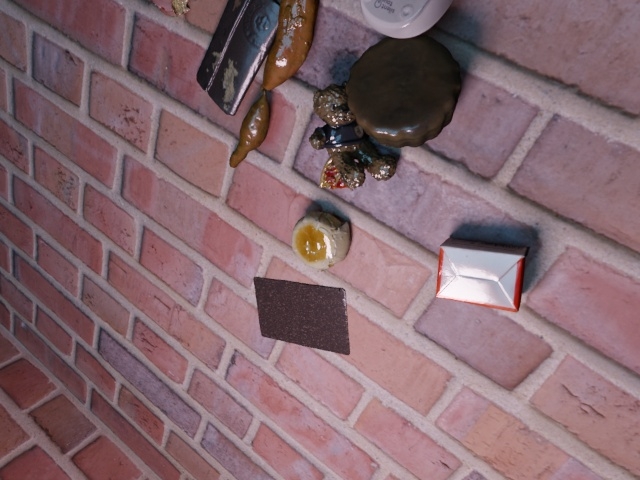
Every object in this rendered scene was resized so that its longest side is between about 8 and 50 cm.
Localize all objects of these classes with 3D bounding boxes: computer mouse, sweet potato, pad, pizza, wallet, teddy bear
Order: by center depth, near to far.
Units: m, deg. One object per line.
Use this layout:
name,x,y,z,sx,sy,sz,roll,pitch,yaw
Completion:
computer mouse,0.202,-0.533,0.766,0.184,0.121,0.297,36,114,24
sweet potato,-0.056,-0.503,0.945,0.106,0.095,0.355,45,125,30
teddy bear,0.062,-0.241,0.956,0.129,0.181,0.252,-2,111,68
pizza,0.038,-0.179,1.041,0.100,0.029,0.099,8,110,26
wallet,-0.222,-0.507,1.065,0.170,0.044,0.321,45,123,6
sweet potato,-0.192,-0.284,1.108,0.075,0.074,0.269,46,131,8
pad,-0.064,0.231,1.254,0.330,0.004,0.220,5,109,28

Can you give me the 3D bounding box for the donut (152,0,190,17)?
donut,-0.421,-0.700,1.097,0.116,0.065,0.166,16,113,22

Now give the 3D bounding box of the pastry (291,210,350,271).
pastry,0.000,0.000,1.091,0.165,0.088,0.166,11,115,25

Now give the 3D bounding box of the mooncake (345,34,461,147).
mooncake,0.172,-0.301,0.836,0.228,0.124,0.229,-3,81,17

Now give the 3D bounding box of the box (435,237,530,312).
box,0.363,0.072,0.907,0.182,0.099,0.133,6,107,29
